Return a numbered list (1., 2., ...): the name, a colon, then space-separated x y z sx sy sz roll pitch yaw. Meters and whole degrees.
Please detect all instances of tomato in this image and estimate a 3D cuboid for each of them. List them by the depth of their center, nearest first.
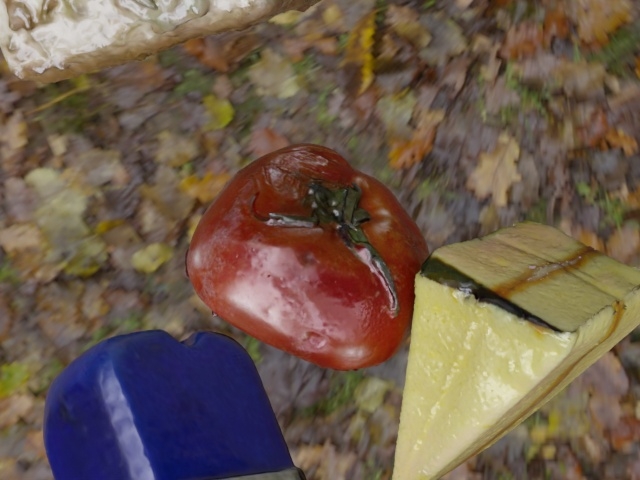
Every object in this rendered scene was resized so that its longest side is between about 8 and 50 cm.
1. tomato: -0.001 -0.002 1.490 0.228 0.228 0.101 25 135 2

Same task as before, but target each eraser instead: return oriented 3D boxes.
1. eraser: -0.063 0.220 1.036 0.101 0.155 0.332 -37 66 33

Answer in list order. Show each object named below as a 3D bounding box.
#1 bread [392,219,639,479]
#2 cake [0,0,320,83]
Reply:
1. bread: 0.182 0.133 1.496 0.163 0.167 0.264 26 124 34
2. cake: -0.131 -0.295 1.306 0.255 0.282 0.290 -13 102 25
